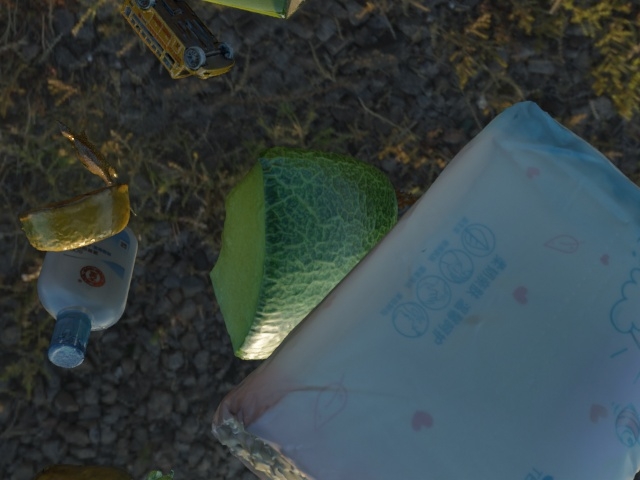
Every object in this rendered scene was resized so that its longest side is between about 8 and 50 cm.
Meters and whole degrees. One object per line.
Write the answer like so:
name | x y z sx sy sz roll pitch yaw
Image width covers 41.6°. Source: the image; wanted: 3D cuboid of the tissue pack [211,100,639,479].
tissue pack | 0.098 0.071 0.497 0.271 0.201 0.124 -47 173 -23

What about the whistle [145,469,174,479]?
whistle | -0.330 0.545 1.609 0.085 0.227 0.105 2 147 32

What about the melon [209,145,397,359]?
melon | 0.000 0.000 1.312 0.343 0.226 0.331 -10 108 -36

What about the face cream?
face cream | -0.425 0.081 1.514 0.163 0.337 0.080 27 125 -23

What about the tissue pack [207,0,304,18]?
tissue pack | -0.153 -0.487 1.324 0.274 0.167 0.200 14 122 6

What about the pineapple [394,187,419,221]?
pineapple | 0.242 -0.010 1.798 0.165 0.364 0.165 -23 122 -43

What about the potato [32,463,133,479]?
potato | -0.386 0.422 1.351 0.176 0.137 0.137 3 124 11

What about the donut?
donut | -0.210 -0.021 0.736 0.097 0.108 0.043 -16 101 -3

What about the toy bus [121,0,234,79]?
toy bus | -0.191 -0.273 1.127 0.069 0.162 0.074 -29 167 -51

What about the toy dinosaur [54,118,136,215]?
toy dinosaur | -0.353 -0.117 1.333 0.039 0.162 0.126 -39 167 -5
